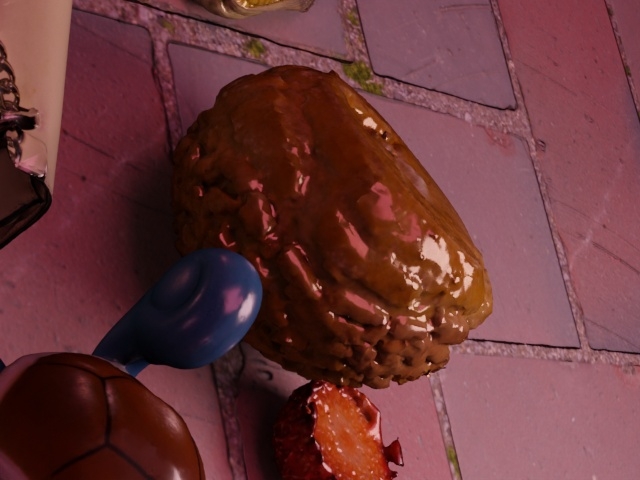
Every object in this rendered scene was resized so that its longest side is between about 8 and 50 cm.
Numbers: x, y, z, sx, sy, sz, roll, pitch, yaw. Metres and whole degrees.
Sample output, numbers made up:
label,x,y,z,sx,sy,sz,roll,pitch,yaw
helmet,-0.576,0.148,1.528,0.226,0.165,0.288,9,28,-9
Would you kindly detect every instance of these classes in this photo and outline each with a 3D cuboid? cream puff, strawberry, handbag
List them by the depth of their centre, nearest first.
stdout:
label,x,y,z,sx,sy,sz,roll,pitch,yaw
handbag,-0.294,-0.173,1.207,0.160,0.236,0.359,23,56,-40
cream puff,0.000,0.000,1.456,0.327,0.231,0.343,55,11,33
strawberry,0.008,0.202,1.481,0.145,0.086,0.145,27,52,-40

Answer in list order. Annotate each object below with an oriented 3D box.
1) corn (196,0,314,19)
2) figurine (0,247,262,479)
label,x,y,z,sx,sy,sz,roll,pitch,yaw
corn,-0.044,-0.330,1.717,0.123,0.122,0.305,39,33,13
figurine,-0.173,0.198,1.169,0.298,0.243,0.416,46,44,-34
